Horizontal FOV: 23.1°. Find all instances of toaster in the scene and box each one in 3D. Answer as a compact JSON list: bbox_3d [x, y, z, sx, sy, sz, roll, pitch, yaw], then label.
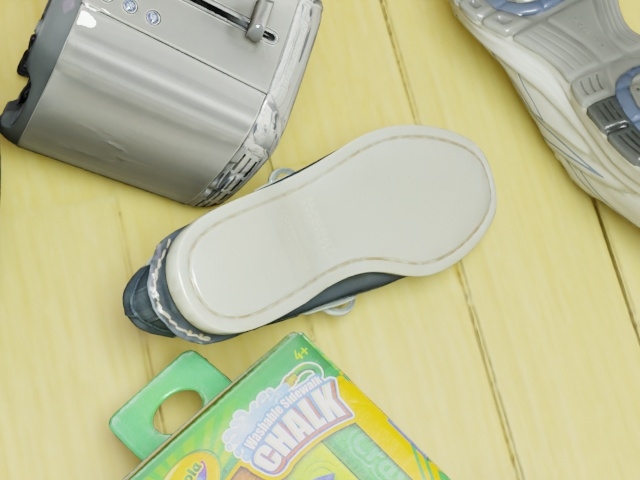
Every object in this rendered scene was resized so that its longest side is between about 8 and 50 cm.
[{"bbox_3d":[-0.096,-0.101,0.912,0.146,0.227,0.129,23,68,-13],"label":"toaster"}]

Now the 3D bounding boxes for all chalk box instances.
[{"bbox_3d":[-0.022,0.146,0.844,0.213,0.132,0.132,43,72,13],"label":"chalk box"}]

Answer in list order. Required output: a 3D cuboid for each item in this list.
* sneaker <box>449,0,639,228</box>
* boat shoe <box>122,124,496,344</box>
[{"bbox_3d":[0.159,-0.097,0.970,0.111,0.129,0.297,-23,53,-10],"label":"sneaker"},{"bbox_3d":[0.000,0.000,0.906,0.254,0.079,0.095,-27,96,-39],"label":"boat shoe"}]
